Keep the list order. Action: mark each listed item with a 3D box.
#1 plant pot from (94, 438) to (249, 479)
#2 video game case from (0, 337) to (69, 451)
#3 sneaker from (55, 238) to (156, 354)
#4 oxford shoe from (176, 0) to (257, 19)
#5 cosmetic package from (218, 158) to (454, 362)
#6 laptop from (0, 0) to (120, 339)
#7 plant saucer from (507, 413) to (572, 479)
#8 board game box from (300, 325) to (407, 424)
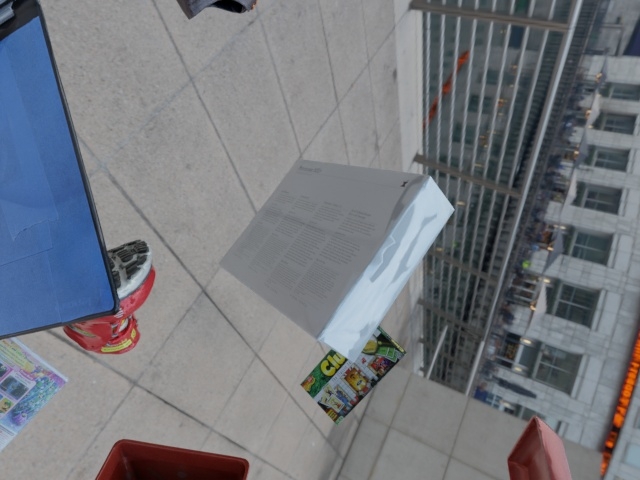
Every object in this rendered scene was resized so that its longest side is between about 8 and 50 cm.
[{"bbox_3d":[-0.292,0.571,0.761,0.267,0.267,0.235,-79,177,-55],"label":"plant pot"},{"bbox_3d":[-0.459,0.203,0.563,0.157,0.019,0.143,58,48,-27],"label":"video game case"},{"bbox_3d":[-0.242,0.076,0.476,0.107,0.279,0.118,-33,104,-35],"label":"sneaker"},{"bbox_3d":[-0.128,-0.444,0.709,0.271,0.097,0.098,-28,117,-26],"label":"oxford shoe"},{"bbox_3d":[0.000,0.000,0.740,0.097,0.377,0.284,40,80,-35],"label":"cosmetic package"},{"bbox_3d":[-0.415,-0.093,0.300,0.408,0.382,0.236,47,35,-51],"label":"laptop"},{"bbox_3d":[0.389,0.475,0.711,0.259,0.048,0.258,78,16,-46],"label":"plant saucer"},{"bbox_3d":[0.073,0.310,0.997,0.259,0.136,0.030,-53,160,18],"label":"board game box"}]
